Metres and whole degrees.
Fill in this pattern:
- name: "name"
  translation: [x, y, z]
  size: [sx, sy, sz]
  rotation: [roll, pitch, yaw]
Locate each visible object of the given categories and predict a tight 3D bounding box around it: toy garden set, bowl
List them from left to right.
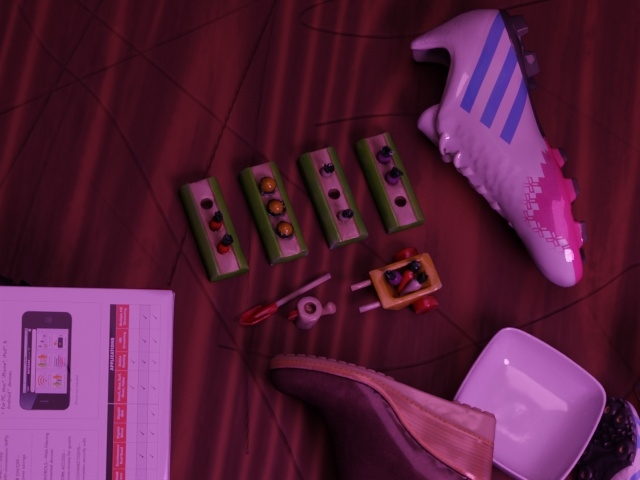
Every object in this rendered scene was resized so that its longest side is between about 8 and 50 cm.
- name: "toy garden set"
  translation: [0.000, 0.000, 1.768]
  size: [0.244, 0.049, 0.203]
  rotation: [-16, 73, -16]
- name: "bowl"
  translation: [0.209, 0.178, 1.738]
  size: [0.142, 0.053, 0.142]
  rotation: [33, 67, 4]

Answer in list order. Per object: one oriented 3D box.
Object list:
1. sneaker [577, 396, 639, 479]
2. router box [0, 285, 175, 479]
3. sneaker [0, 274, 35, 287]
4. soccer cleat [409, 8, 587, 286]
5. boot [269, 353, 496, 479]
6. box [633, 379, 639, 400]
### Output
- name: "sneaker"
  translation: [0.324, 0.276, 1.717]
  size: [0.086, 0.085, 0.237]
  rotation: [15, 55, -41]
- name: "router box"
  translation: [-0.291, 0.207, 1.563]
  size: [0.301, 0.082, 0.335]
  rotation: [2, 86, -10]
- name: "sneaker"
  translation: [-0.312, 0.070, 1.670]
  size: [0.106, 0.078, 0.234]
  rotation: [-28, 81, -22]
- name: "soccer cleat"
  translation: [0.187, -0.092, 1.819]
  size: [0.143, 0.116, 0.331]
  rotation: [-15, 70, 1]
- name: "boot"
  translation: [0.038, 0.234, 1.663]
  size: [0.248, 0.090, 0.207]
  rotation: [18, 82, 11]
- name: "box"
  translation: [0.416, 0.210, 1.724]
  size: [0.103, 0.114, 0.203]
  rotation: [-22, 75, -5]
